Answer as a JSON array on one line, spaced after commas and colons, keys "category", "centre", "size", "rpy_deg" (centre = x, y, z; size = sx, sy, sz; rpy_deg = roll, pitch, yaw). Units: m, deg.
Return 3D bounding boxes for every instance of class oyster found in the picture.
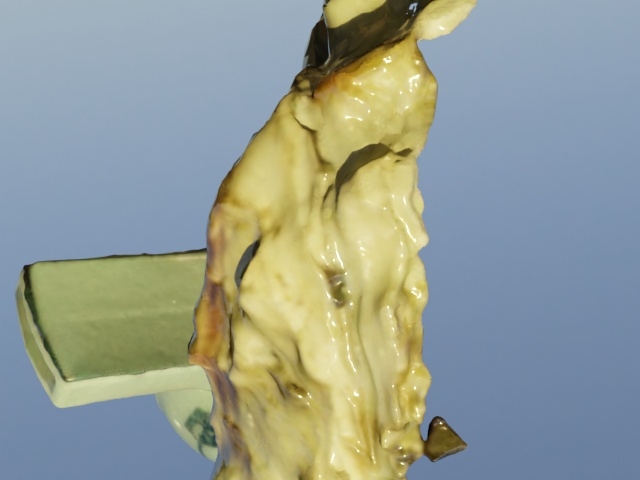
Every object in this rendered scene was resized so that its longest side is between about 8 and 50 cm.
[{"category": "oyster", "centre": [-0.002, 0.000, 0.670], "size": [0.107, 0.354, 0.201], "rpy_deg": [7, 170, -14]}]

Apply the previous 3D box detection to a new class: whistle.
[{"category": "whistle", "centre": [-0.073, 0.085, 1.057], "size": [0.290, 0.163, 0.163], "rpy_deg": [-4, -166, -30]}]
